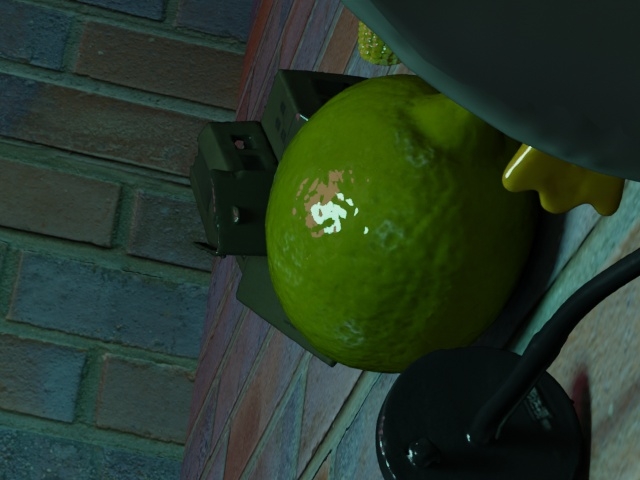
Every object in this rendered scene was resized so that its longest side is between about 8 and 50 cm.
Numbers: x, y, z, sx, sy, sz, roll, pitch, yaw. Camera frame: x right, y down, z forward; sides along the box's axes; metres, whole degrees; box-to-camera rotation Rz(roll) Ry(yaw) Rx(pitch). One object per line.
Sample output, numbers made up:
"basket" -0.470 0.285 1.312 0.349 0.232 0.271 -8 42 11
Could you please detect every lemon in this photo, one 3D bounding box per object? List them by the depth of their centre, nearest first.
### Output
"lemon" 0.049 -0.005 1.067 0.184 0.184 0.248 -87 13 -45

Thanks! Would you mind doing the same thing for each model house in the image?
"model house" 0.000 0.000 1.389 0.243 0.204 0.211 -114 34 -46

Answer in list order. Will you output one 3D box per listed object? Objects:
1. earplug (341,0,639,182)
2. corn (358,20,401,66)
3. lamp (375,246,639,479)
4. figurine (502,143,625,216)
"earplug" 0.126 -0.232 0.529 0.394 0.312 0.313 -89 14 -63
"corn" 0.081 -0.271 1.575 0.072 0.072 0.203 -123 45 -77
"lamp" 0.148 0.024 0.761 0.130 0.108 0.371 56 141 22
"figurine" 0.109 -0.165 0.845 0.344 0.187 0.215 -86 -9 -54
